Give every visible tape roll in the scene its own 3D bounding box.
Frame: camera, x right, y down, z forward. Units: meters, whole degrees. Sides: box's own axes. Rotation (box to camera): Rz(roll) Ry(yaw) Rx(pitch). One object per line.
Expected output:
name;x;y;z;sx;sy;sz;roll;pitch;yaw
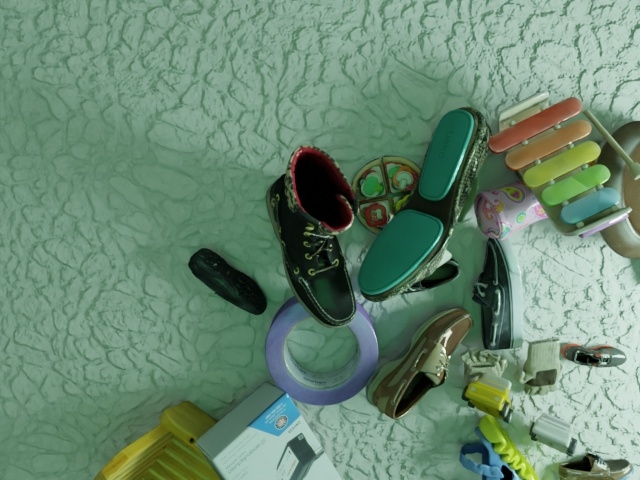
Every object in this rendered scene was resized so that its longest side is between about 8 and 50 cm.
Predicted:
tape roll;0.003;0.263;1.231;0.274;0.090;0.275;0;99;2

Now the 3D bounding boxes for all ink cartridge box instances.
ink cartridge box;-0.115;0.541;1.197;0.223;0.129;0.307;-37;107;-27

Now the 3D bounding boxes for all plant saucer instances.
plant saucer;0.726;-0.111;1.100;0.310;0.050;0.311;-2;94;-24

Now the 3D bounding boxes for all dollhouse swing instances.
dollhouse swing;-0.393;0.630;1.197;0.315;0.305;0.347;38;98;-5

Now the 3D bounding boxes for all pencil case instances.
pencil case;0.495;-0.095;1.121;0.284;0.124;0.124;-19;99;-7

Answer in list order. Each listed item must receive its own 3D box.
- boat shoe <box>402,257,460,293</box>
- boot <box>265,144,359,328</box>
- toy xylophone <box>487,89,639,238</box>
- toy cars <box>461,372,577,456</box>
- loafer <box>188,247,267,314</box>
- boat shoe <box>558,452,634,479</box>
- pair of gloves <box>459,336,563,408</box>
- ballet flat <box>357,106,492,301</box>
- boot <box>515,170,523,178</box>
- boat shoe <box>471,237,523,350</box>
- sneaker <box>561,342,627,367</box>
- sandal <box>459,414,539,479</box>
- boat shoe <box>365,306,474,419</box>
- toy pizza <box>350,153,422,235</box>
boat shoe;0.221;0.088;1.201;0.233;0.079;0.084;-13;101;5
boot;0.000;0.000;1.052;0.138;0.284;0.377;-18;81;-17
toy xylophone;0.511;-0.167;1.018;0.236;0.081;0.323;-34;70;2
toy cars;0.489;0.411;1.187;0.393;0.176;0.087;31;75;-15
loafer;-0.229;0.108;1.226;0.223;0.076;0.078;41;134;-12
boat shoe;0.709;0.590;1.278;0.183;0.066;0.066;-17;97;4
pair of gloves;0.473;0.323;1.223;0.240;0.042;0.204;-15;124;10
ballet flat;0.263;-0.058;1.125;0.182;0.164;0.483;27;90;-44
boot;0.472;-0.199;1.139;0.042;0.087;0.118;-12;99;3
boat shoe;0.416;0.125;1.193;0.102;0.108;0.301;-10;106;2
sneaker;0.686;0.295;1.228;0.158;0.065;0.061;3;100;1
sandal;0.470;0.602;1.267;0.138;0.126;0.317;-37;89;11
boat shoe;0.257;0.299;1.185;0.324;0.116;0.123;-45;126;-4
toy pizza;0.167;-0.106;1.191;0.201;0.032;0.201;0;100;2
